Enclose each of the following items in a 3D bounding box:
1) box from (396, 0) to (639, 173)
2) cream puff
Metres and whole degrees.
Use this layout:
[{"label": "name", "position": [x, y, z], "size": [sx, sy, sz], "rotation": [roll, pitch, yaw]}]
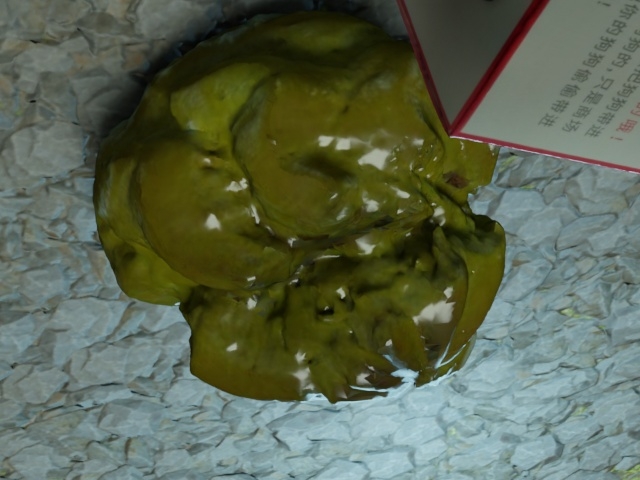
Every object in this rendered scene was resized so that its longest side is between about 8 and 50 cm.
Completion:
[{"label": "box", "position": [0.238, -0.247, 1.023], "size": [0.312, 0.300, 0.314], "rotation": [9, 134, -26]}, {"label": "cream puff", "position": [0.000, 0.000, 1.258], "size": [0.378, 0.275, 0.378], "rotation": [-7, 139, -6]}]
